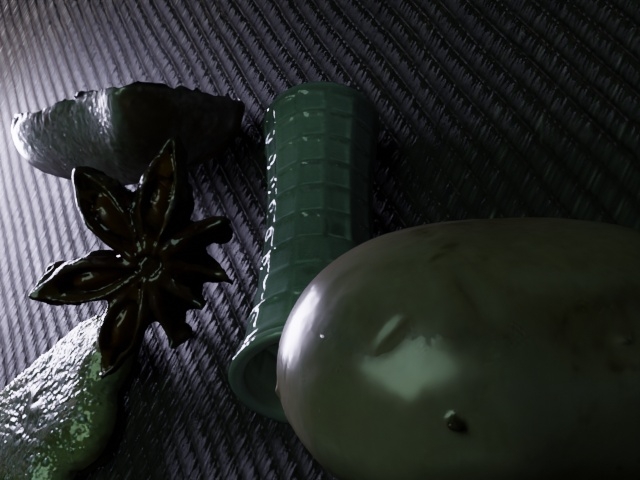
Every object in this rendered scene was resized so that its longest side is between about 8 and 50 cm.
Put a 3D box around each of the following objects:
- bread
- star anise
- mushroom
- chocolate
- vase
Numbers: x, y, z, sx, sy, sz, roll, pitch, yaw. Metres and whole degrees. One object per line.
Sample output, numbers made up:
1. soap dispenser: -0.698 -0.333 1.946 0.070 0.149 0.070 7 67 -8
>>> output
1. bread: -0.301 0.213 1.337 0.286 0.056 0.207 -42 36 24
2. star anise: -0.193 0.017 1.267 0.220 0.099 0.214 -31 80 10
3. mushroom: 0.117 0.131 0.754 0.292 0.292 0.290 -1 93 50
4. chocolate: -0.223 -0.111 1.393 0.303 0.185 0.100 -3 90 50
5. vase: 0.000 0.000 1.068 0.143 0.143 0.299 -31 40 33
